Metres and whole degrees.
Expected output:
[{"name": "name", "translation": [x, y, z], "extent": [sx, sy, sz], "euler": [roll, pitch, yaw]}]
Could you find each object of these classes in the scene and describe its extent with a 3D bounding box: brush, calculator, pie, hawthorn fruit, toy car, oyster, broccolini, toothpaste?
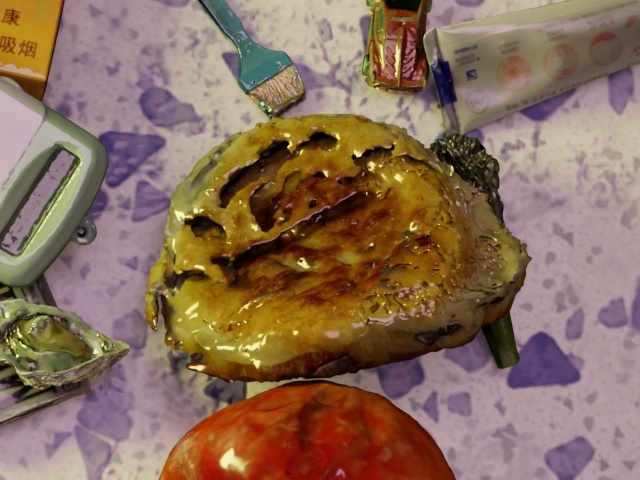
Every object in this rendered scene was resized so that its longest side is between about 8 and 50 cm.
[{"name": "brush", "translation": [-0.073, -0.179, 1.611], "extent": [0.051, 0.014, 0.164], "euler": [-34, 82, -20]}, {"name": "calculator", "translation": [-0.281, -0.067, 1.462], "extent": [0.246, 0.045, 0.141], "euler": [34, 84, -7]}, {"name": "pie", "translation": [0.000, 0.001, 1.475], "extent": [0.308, 0.085, 0.308], "euler": [-6, 48, 7]}, {"name": "hawthorn fruit", "translation": [-0.036, 0.218, 1.363], "extent": [0.271, 0.242, 0.242], "euler": [7, 69, -47]}, {"name": "toy car", "translation": [0.070, -0.185, 1.630], "extent": [0.059, 0.035, 0.122], "euler": [6, 75, -6]}, {"name": "oyster", "translation": [-0.217, 0.083, 1.464], "extent": [0.100, 0.037, 0.098], "euler": [35, 46, 19]}, {"name": "broccolini", "translation": [0.127, 0.008, 1.560], "extent": [0.068, 0.091, 0.203], "euler": [-2, 76, -50]}, {"name": "toothpaste", "translation": [0.247, -0.182, 1.651], "extent": [0.323, 0.066, 0.100], "euler": [-18, 106, -14]}]

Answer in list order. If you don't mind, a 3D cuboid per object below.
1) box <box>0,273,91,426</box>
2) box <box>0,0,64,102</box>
[{"name": "box", "translation": [-0.270, 0.062, 1.487], "extent": [0.115, 0.036, 0.177], "euler": [-21, 79, -19]}, {"name": "box", "translation": [-0.290, -0.262, 1.558], "extent": [0.174, 0.076, 0.274], "euler": [12, 72, -9]}]
